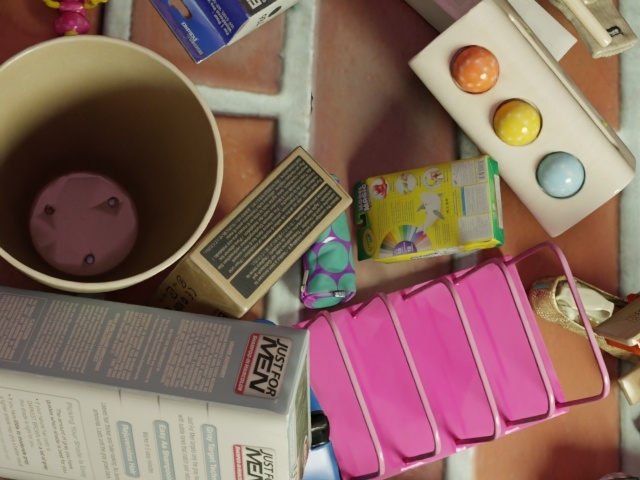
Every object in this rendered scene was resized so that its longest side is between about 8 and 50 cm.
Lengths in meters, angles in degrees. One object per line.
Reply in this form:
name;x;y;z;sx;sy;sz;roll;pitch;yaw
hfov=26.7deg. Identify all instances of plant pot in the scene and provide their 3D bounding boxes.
plant pot;-0.247;-0.050;1.433;0.256;0.274;0.256;2;77;-11

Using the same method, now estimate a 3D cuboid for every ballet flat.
ballet flat;0.351;0.096;1.629;0.206;0.067;0.073;19;73;-7

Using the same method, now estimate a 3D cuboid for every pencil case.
pencil case;0.000;0.000;1.581;0.070;0.064;0.152;-1;76;-33

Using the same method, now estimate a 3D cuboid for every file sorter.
file sorter;0.145;0.136;1.517;0.290;0.182;0.202;-17;81;-15

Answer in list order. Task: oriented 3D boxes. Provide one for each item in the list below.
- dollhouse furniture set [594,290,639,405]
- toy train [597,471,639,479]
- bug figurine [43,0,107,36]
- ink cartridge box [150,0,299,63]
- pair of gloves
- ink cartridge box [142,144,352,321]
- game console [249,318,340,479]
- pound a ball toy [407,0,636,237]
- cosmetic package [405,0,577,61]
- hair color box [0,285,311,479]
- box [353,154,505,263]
dollhouse furniture set;0.420;0.172;1.494;0.135;0.262;0.259;-33;107;-15
toy train;0.395;0.427;1.530;0.190;0.142;0.334;-2;77;-22
bug figurine;-0.350;-0.228;1.560;0.279;0.072;0.216;4;70;-6
ink cartridge box;-0.062;-0.372;1.659;0.332;0.065;0.165;-36;87;-16
pair of gloves;0.381;-0.345;1.743;0.240;0.042;0.204;-27;78;-27
ink cartridge box;-0.092;0.028;1.447;0.088;0.235;0.193;45;57;0
game console;-0.139;0.264;1.510;0.293;0.173;0.250;-18;50;-15
pound a ball toy;0.251;-0.189;1.577;0.208;0.136;0.319;-38;94;23
cosmetic package;0.197;-0.290;1.692;0.239;0.060;0.099;43;71;0
hair color box;-0.201;0.163;1.361;0.374;0.185;0.114;8;46;8
box;0.124;-0.032;1.589;0.179;0.043;0.105;-9;76;26
